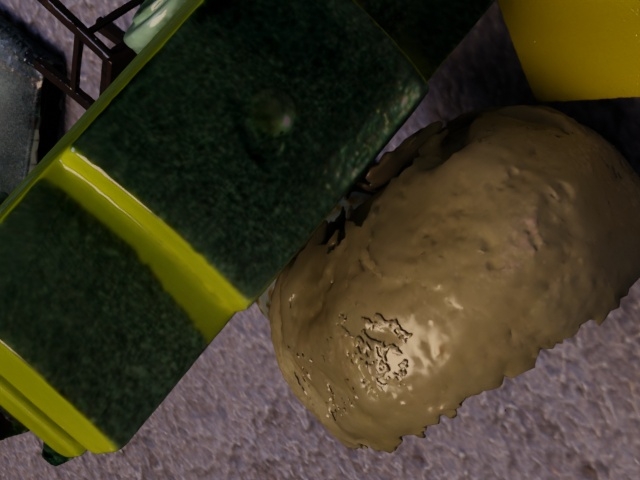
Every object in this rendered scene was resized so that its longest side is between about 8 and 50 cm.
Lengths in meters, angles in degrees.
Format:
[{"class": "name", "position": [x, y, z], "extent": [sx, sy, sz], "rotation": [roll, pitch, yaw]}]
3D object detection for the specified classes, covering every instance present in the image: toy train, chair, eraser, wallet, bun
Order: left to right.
[{"class": "wallet", "position": [-0.370, -0.190, 1.732], "extent": [0.379, 0.046, 0.190], "rotation": [39, 143, 23]}, {"class": "chair", "position": [-0.120, -0.114, 1.459], "extent": [0.212, 0.084, 0.101], "rotation": [42, 150, 17]}, {"class": "toy train", "position": [-0.078, -0.046, 1.126], "extent": [0.179, 0.442, 0.272], "rotation": [43, 159, -11]}, {"class": "bun", "position": [0.077, 0.011, 1.180], "extent": [0.152, 0.259, 0.259], "rotation": [57, 147, -4]}, {"class": "eraser", "position": [0.166, -0.134, 1.115], "extent": [0.122, 0.045, 0.097], "rotation": [1, 119, 50]}]

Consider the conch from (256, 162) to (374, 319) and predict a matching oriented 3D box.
[{"class": "conch", "position": [-0.002, 0.003, 1.394], "extent": [0.135, 0.102, 0.153], "rotation": [-40, 85, 32]}]
